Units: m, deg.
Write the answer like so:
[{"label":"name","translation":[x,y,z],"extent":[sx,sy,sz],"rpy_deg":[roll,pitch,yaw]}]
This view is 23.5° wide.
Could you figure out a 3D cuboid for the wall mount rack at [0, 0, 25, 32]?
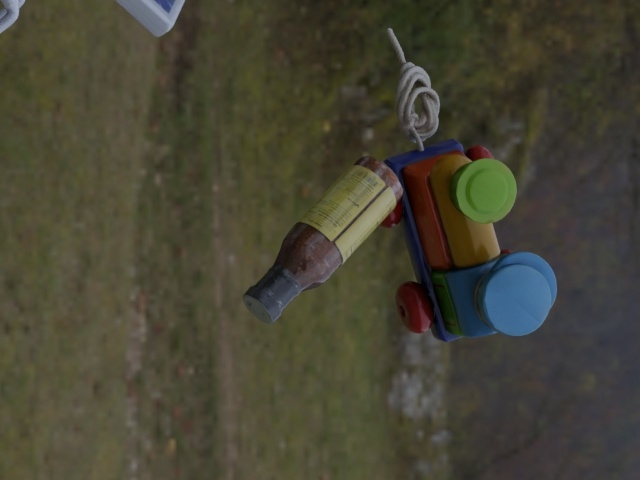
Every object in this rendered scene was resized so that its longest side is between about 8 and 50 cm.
[{"label":"wall mount rack","translation":[-0.451,-0.348,1.676],"extent":[0.304,0.130,0.350],"rpy_deg":[50,2,-16]}]

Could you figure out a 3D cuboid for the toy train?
[{"label":"toy train","translation":[0.100,-0.045,1.158],"extent":[0.143,0.105,0.248],"rpy_deg":[-174,-113,-75]}]

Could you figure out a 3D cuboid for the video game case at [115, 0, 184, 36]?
[{"label":"video game case","translation":[-0.164,-0.269,1.134],"extent":[0.201,0.023,0.183],"rpy_deg":[42,38,-22]}]

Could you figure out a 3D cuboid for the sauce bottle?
[{"label":"sauce bottle","translation":[0.000,0.000,0.984],"extent":[0.128,0.042,0.042],"rpy_deg":[-44,150,-23]}]
